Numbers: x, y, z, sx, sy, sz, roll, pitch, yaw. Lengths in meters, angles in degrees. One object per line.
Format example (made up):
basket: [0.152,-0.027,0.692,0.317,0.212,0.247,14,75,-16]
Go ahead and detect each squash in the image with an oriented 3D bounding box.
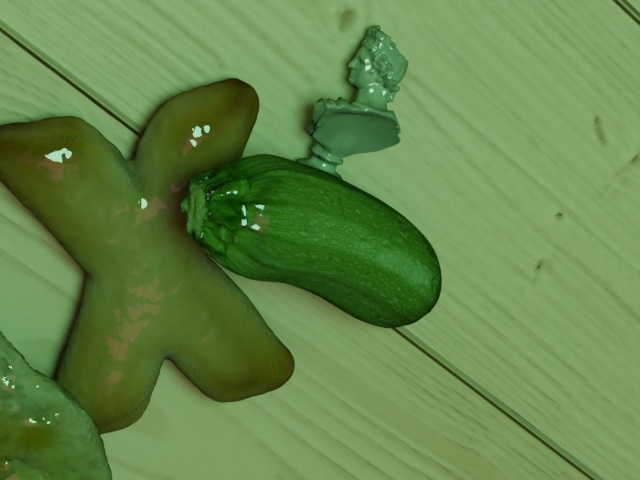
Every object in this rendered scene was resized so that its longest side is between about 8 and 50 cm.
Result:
squash: [0.000,0.000,1.073,0.219,0.068,0.077,20,97,-48]

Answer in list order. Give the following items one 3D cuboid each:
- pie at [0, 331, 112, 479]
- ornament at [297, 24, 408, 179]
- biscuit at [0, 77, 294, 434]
pie: [-0.296,0.160,1.066,0.338,0.075,0.337,-4,114,-9]
ornament: [0.021,-0.076,1.092,0.092,0.041,0.068,-44,138,-7]
biscuit: [-0.102,0.015,1.090,0.164,0.047,0.207,-14,115,-13]
